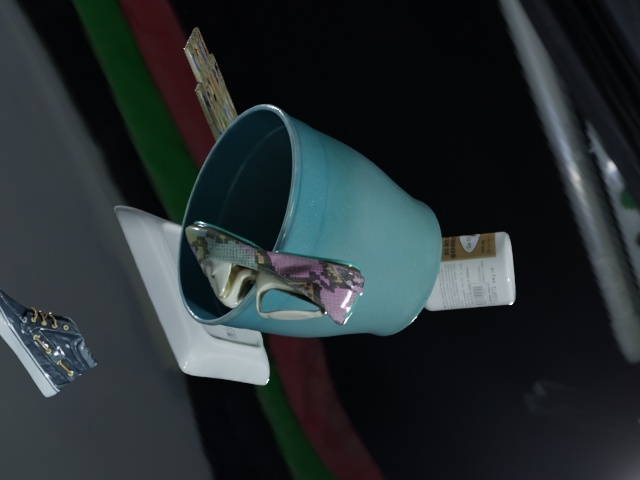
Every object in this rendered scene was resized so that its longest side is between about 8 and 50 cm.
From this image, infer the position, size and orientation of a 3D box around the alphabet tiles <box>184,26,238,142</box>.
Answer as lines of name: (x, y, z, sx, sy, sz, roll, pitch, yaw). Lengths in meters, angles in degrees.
alphabet tiles: (-0.157, -0.197, 1.979, 0.342, 0.011, 0.285, -95, 164, -72)

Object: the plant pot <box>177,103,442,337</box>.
plant pot: (0.000, 0.000, 1.502, 0.271, 0.255, 0.272, -35, -134, 47)

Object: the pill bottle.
pill bottle: (0.229, 0.059, 2.183, 0.131, 0.229, 0.131, -6, 90, -79)

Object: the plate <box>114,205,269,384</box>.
plate: (-0.177, 0.080, 1.835, 0.278, 0.045, 0.277, 65, 16, 20)

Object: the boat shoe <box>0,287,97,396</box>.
boat shoe: (-0.368, 0.111, 1.581, 0.183, 0.083, 0.065, 61, -9, -24)

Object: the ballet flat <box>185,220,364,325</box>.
ballet flat: (-0.061, 0.039, 1.273, 0.221, 0.079, 0.077, 15, -14, 26)
